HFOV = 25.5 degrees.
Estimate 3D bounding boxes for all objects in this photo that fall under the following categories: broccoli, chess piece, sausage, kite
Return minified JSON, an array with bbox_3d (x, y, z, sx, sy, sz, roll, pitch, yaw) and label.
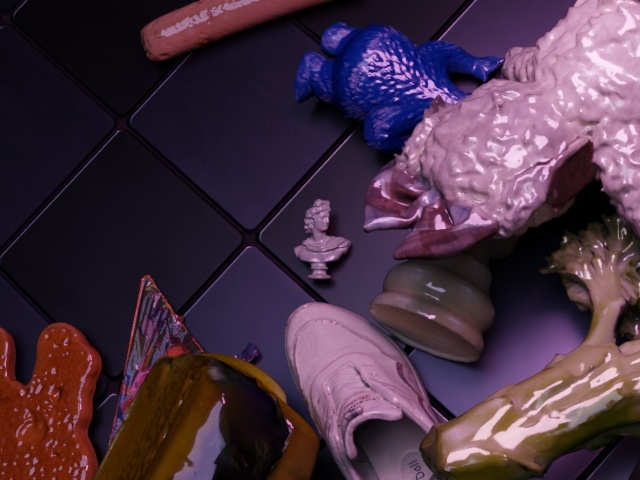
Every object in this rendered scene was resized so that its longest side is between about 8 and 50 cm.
[{"bbox_3d":[0.333,0.175,1.423,0.353,0.275,0.397,5,32,45],"label":"broccoli"},{"bbox_3d":[0.168,-0.001,1.640,0.144,0.144,0.251,19,72,19],"label":"chess piece"},{"bbox_3d":[-0.092,-0.303,1.838,0.301,0.066,0.066,-17,69,6],"label":"sausage"},{"bbox_3d":[-0.175,0.195,1.724,0.234,0.016,0.321,-40,67,1],"label":"kite"}]

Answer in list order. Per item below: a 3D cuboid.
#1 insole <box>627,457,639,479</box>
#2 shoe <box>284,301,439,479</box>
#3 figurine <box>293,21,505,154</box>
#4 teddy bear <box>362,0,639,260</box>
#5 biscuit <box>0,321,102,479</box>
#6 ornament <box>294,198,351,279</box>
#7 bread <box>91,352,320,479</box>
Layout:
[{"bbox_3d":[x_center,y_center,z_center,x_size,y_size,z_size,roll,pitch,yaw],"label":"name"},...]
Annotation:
[{"bbox_3d":[0.426,0.205,1.570,0.111,0.007,0.328,30,82,23],"label":"insole"},{"bbox_3d":[0.060,0.193,1.557,0.132,0.210,0.342,-35,67,2],"label":"shoe"},{"bbox_3d":[0.099,-0.188,1.719,0.262,0.121,0.164,12,72,15],"label":"figurine"},{"bbox_3d":[0.280,-0.091,1.557,0.362,0.375,0.327,-55,47,14],"label":"teddy bear"},{"bbox_3d":[-0.366,0.263,1.733,0.202,0.047,0.334,-6,69,14],"label":"biscuit"},{"bbox_3d":[-0.001,0.004,1.727,0.068,0.041,0.092,-29,77,10],"label":"ornament"},{"bbox_3d":[-0.151,0.309,1.560,0.251,0.208,0.377,12,76,59],"label":"bread"}]
